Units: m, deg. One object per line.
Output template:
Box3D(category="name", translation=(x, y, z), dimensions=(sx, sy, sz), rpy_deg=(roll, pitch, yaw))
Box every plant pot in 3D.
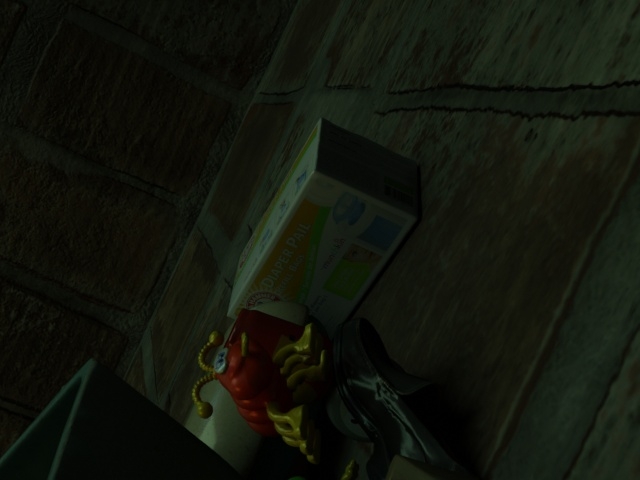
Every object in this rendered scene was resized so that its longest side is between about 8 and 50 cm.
Box3D(category="plant pot", translation=(-0.147, 0.292, 0.710), dimensions=(0.247, 0.252, 0.248), rpy_deg=(-45, 21, 28))

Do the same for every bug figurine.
Box3D(category="bug figurine", translation=(-0.031, 0.199, 0.614), dimensions=(0.279, 0.072, 0.216), rpy_deg=(-83, -23, -45))

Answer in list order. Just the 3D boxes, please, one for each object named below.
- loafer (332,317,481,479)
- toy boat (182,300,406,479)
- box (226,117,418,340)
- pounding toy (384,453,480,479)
Box3D(category="loafer", translation=(0.056, 0.113, 0.658), dimensions=(0.061, 0.062, 0.170), rpy_deg=(-38, 48, 17))
Box3D(category="toy boat", translation=(-0.036, 0.159, 0.850), dimensions=(0.318, 0.148, 0.267), rpy_deg=(122, 172, -58))
Box3D(category="box", translation=(0.000, 0.000, 0.997), dimensions=(0.203, 0.114, 0.103), rpy_deg=(-58, 14, 33))
Box3D(category="pounding toy", translation=(0.056, 0.207, 0.482), dimensions=(0.206, 0.094, 0.181), rpy_deg=(142, 146, -82))
